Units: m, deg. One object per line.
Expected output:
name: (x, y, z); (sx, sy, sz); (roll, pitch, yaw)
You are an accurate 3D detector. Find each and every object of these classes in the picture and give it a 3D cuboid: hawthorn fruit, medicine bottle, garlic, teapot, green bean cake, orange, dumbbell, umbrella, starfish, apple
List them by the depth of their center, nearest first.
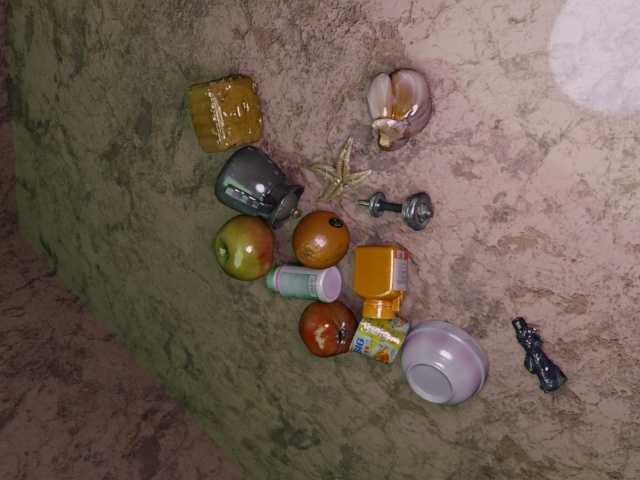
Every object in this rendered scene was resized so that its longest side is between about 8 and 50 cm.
garlic: (0.209, -0.334, 1.217); (0.160, 0.214, 0.191); (0, 72, 21)
umbrella: (0.608, 0.322, 1.353); (0.224, 0.080, 0.071); (60, 169, -2)
dumbbell: (0.215, -0.098, 1.392); (0.254, 0.110, 0.110); (14, 123, 40)
medicine bottle: (0.185, 0.128, 1.472); (0.149, 0.112, 0.222); (0, 83, 36)
starfish: (0.045, -0.210, 1.490); (0.247, 0.050, 0.138); (-27, 95, 41)
green bean cake: (-0.297, -0.408, 1.522); (0.131, 0.224, 0.230); (7, 116, 35)
orange: (0.000, 0.000, 1.544); (0.206, 0.206, 0.206); (19, 125, 29)
teapot: (-0.182, -0.169, 1.553); (0.285, 0.223, 0.305); (34, 168, 8)
hawthorn fruit: (0.006, 0.313, 1.725); (0.262, 0.210, 0.210); (3, 117, 52)
medicine bottle: (-0.067, 0.149, 1.729); (0.274, 0.133, 0.133); (2, 116, 36)
apple: (-0.279, 0.023, 1.754); (0.261, 0.194, 0.261); (12, 105, 51)

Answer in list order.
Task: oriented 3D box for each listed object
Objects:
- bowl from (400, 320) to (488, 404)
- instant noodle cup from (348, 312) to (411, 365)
bowl: (0.379, 0.416, 1.531); (0.287, 0.144, 0.287); (18, 124, 29)
instant noodle cup: (0.204, 0.313, 1.586); (0.153, 0.205, 0.205); (26, 129, 11)
